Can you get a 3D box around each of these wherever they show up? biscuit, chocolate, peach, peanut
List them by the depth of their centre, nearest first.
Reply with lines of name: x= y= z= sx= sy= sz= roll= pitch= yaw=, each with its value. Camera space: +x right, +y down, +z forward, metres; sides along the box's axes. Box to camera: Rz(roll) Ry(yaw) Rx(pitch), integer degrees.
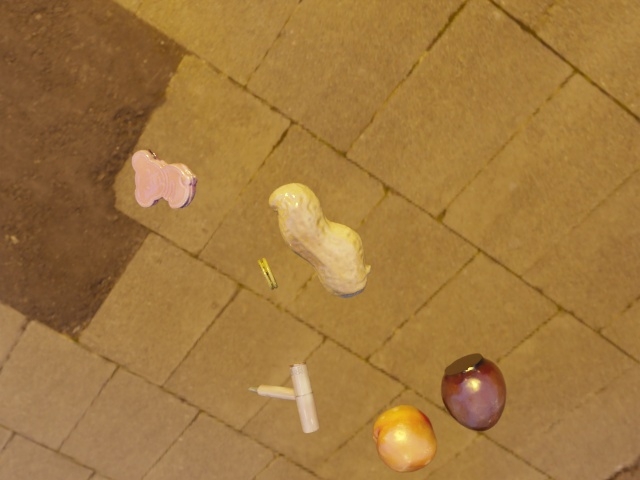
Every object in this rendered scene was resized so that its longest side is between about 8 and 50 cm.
chocolate: x=0.293 y=0.291 z=1.343 sx=0.124 sy=0.127 sz=0.133 roll=-31 pitch=93 yaw=22
peanut: x=0.000 y=0.000 z=1.351 sx=0.263 sy=0.101 sz=0.117 roll=46 pitch=78 yaw=-16
peach: x=0.173 y=0.411 z=1.496 sx=0.138 sy=0.138 sz=0.138 roll=3 pitch=122 yaw=5
biscuit: x=-0.130 y=0.083 z=1.771 sx=0.023 sy=0.084 sz=0.084 roll=-24 pitch=118 yaw=-5

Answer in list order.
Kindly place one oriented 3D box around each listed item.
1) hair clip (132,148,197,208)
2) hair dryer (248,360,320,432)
hair clip: x=-0.322 y=-0.121 z=1.474 sx=0.102 sy=0.138 sz=0.123 roll=-7 pitch=112 yaw=-28
hair dryer: x=-0.115 y=0.462 z=2.062 sx=0.221 sy=0.054 sz=0.195 roll=-16 pitch=85 yaw=30
